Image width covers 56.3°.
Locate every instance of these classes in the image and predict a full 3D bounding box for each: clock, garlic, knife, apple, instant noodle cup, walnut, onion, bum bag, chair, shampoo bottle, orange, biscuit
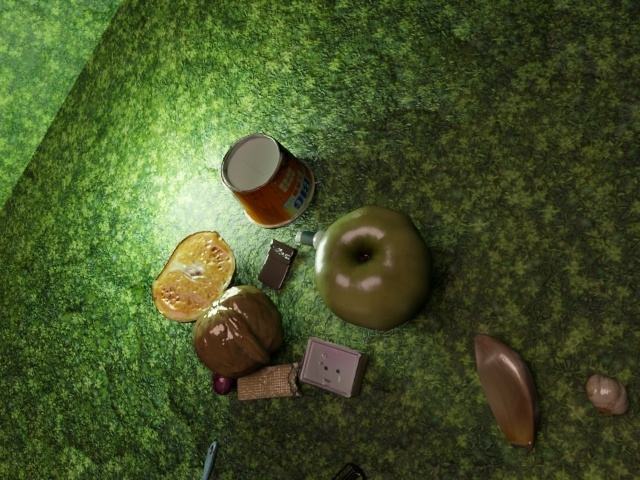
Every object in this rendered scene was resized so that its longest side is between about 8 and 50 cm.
[{"bbox_3d":[0.040,0.391,1.856,0.192,0.071,0.147,11,84,32],"label":"clock"},{"bbox_3d":[0.498,0.389,1.569,0.143,0.112,0.318,-27,71,47],"label":"garlic"},{"bbox_3d":[-0.407,0.834,2.042,0.044,0.019,0.313,14,86,40],"label":"knife"},{"bbox_3d":[0.154,0.083,1.712,0.357,0.357,0.357,-8,74,28],"label":"apple"},{"bbox_3d":[-0.187,-0.211,2.019,0.296,0.214,0.296,-10,63,20],"label":"instant noodle cup"},{"bbox_3d":[-0.263,0.299,1.938,0.296,0.285,0.285,-42,59,-9],"label":"walnut"},{"bbox_3d":[0.709,0.376,1.471,0.113,0.074,0.094,31,68,-7],"label":"garlic"},{"bbox_3d":[-0.319,0.471,2.032,0.115,0.104,0.115,-55,21,33],"label":"onion"},{"bbox_3d":[-0.153,0.084,2.070,0.109,0.026,0.159,23,90,31],"label":"bum bag"},{"bbox_3d":[0.044,0.764,1.771,0.212,0.101,0.084,-37,56,-25],"label":"chair"},{"bbox_3d":[0.000,0.000,1.972,0.192,0.074,0.074,12,84,32],"label":"shampoo bottle"},{"bbox_3d":[-0.434,0.141,2.091,0.274,0.274,0.310,-7,31,29],"label":"orange"},{"bbox_3d":[-0.170,0.465,1.966,0.238,0.062,0.108,-12,72,27],"label":"biscuit"}]
